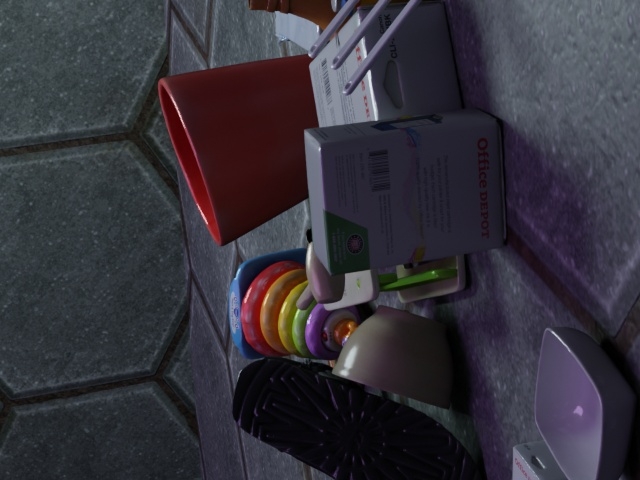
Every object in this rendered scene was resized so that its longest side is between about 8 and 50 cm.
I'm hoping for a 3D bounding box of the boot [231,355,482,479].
[{"bbox_3d":[0.051,0.281,2.028,0.146,0.367,0.445,-58,-4,-6],"label":"boot"}]

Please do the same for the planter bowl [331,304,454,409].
[{"bbox_3d":[0.107,0.148,1.864,0.162,0.162,0.109,178,109,-76],"label":"planter bowl"}]

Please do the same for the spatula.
[{"bbox_3d":[0.082,-0.285,1.622,0.242,0.019,0.168,-52,34,10],"label":"spatula"}]

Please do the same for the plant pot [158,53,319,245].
[{"bbox_3d":[-0.091,-0.158,2.169,0.275,0.243,0.275,159,90,-80],"label":"plant pot"}]

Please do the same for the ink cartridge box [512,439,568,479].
[{"bbox_3d":[0.249,0.293,1.551,0.088,0.052,0.122,-126,29,-61],"label":"ink cartridge box"}]

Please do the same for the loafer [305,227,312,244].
[{"bbox_3d":[0.000,0.000,2.372,0.148,0.050,0.056,97,159,-48],"label":"loafer"}]

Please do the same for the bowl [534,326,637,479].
[{"bbox_3d":[0.267,0.167,1.400,0.142,0.053,0.142,-117,23,-54],"label":"bowl"}]

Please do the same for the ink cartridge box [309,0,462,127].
[{"bbox_3d":[0.082,-0.172,1.799,0.273,0.114,0.197,150,111,-76],"label":"ink cartridge box"}]

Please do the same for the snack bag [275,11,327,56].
[{"bbox_3d":[-0.035,-0.467,2.248,0.323,0.037,0.343,-135,39,-68],"label":"snack bag"}]

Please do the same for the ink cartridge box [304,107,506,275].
[{"bbox_3d":[0.097,-0.058,1.612,0.093,0.212,0.154,-127,30,-69],"label":"ink cartridge box"}]

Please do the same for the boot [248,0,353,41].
[{"bbox_3d":[-0.029,-0.343,2.053,0.073,0.152,0.197,179,82,-76],"label":"boot"}]

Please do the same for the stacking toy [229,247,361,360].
[{"bbox_3d":[0.002,0.132,2.239,0.302,0.165,0.175,19,116,49],"label":"stacking toy"}]

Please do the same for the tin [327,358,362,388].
[{"bbox_3d":[0.033,0.176,2.385,0.106,0.040,0.190,134,126,-68],"label":"tin"}]

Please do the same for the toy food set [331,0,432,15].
[{"bbox_3d":[0.058,-0.351,1.800,0.111,0.104,0.232,97,159,-48],"label":"toy food set"}]

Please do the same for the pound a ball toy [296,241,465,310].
[{"bbox_3d":[0.053,0.017,1.840,0.319,0.208,0.136,152,112,-76],"label":"pound a ball toy"}]
